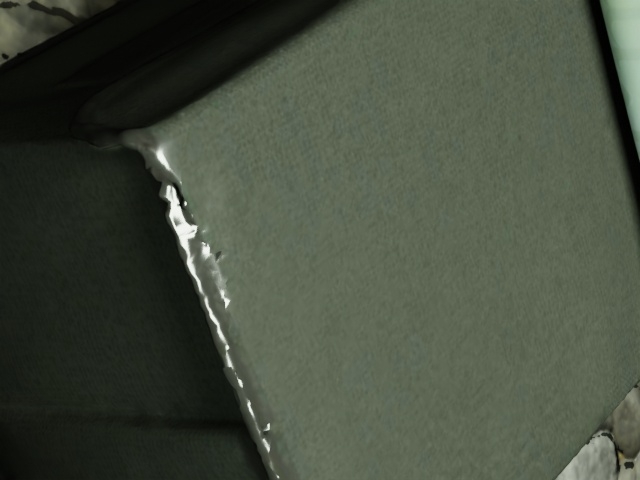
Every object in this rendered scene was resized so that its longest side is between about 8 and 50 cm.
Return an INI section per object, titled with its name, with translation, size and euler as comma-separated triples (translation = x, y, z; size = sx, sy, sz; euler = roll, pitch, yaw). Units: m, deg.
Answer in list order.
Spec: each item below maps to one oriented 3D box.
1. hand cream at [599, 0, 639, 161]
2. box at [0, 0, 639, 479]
[hand cream]
translation = 0.162, -0.085, 0.820
size = 0.078, 0.050, 0.205
euler = -41, 122, -45
[box]
translation = 0.001, 0.000, 0.821
size = 0.345, 0.204, 0.251
euler = -37, 114, -43
